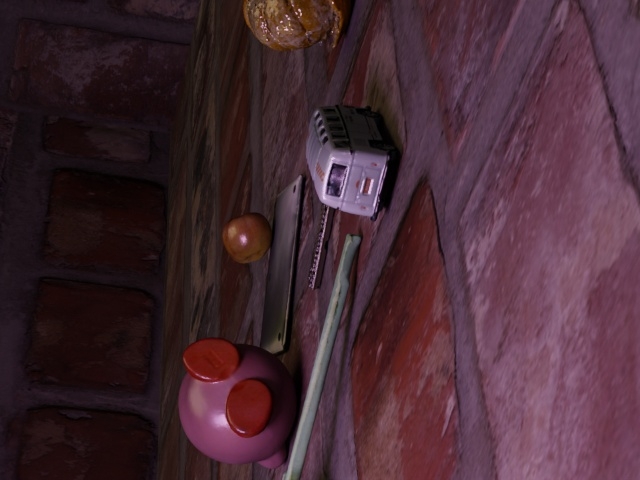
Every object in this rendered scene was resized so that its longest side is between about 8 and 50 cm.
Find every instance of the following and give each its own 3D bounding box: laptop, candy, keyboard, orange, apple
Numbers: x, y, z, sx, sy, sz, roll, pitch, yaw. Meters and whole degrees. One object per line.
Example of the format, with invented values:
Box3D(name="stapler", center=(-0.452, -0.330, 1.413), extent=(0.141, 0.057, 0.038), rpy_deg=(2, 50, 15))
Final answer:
Box3D(name="laptop", center=(-0.061, 0.045, 2.227), extent=(0.187, 0.015, 0.269), rpy_deg=(145, 132, -74))
Box3D(name="candy", center=(-0.014, 0.204, 1.739), extent=(0.119, 0.119, 0.440), rpy_deg=(156, 127, -77))
Box3D(name="keyboard", center=(0.000, 0.000, 1.964), extent=(0.049, 0.015, 0.129), rpy_deg=(-120, 39, -72))
Box3D(name="orange", center=(-0.028, -0.320, 2.012), extent=(0.156, 0.134, 0.156), rpy_deg=(-27, 34, 20))
Box3D(name="apple", center=(-0.114, -0.004, 2.284), extent=(0.071, 0.084, 0.084), rpy_deg=(67, 161, 10))

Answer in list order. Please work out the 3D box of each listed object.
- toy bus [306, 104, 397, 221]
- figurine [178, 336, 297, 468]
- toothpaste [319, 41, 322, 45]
Box3D(name="toy bus", center=(0.030, -0.100, 1.702), extent=(0.194, 0.089, 0.087), rpy_deg=(-104, 25, -64))
Box3D(name="figurine", center=(-0.114, 0.226, 2.002), extent=(0.173, 0.173, 0.173), rpy_deg=(-172, 90, -78))
Box3D(name="toothpaste", center=(-0.024, -0.384, 2.236), extent=(0.299, 0.073, 0.114), rpy_deg=(-130, 53, -64))
